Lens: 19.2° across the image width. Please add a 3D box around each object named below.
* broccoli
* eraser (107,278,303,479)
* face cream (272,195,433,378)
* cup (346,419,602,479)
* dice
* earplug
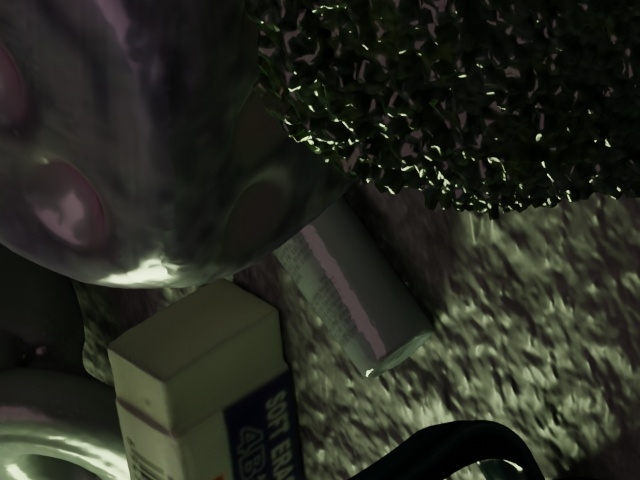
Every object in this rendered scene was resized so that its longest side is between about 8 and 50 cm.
[{"bbox_3d":[0.118,-0.149,0.887,0.249,0.302,0.375,19,162,21],"label":"broccoli"},{"bbox_3d":[-0.085,0.180,1.513,0.081,0.124,0.279,28,137,41],"label":"eraser"},{"bbox_3d":[0.000,0.000,1.313,0.198,0.057,0.084,56,149,12],"label":"face cream"},{"bbox_3d":[0.108,0.299,1.169,0.242,0.292,0.308,26,136,44],"label":"cup"},{"bbox_3d":[-0.101,-0.155,1.092,0.271,0.270,0.270,31,138,23],"label":"dice"},{"bbox_3d":[-0.255,0.121,1.692,0.325,0.175,0.214,50,144,-1],"label":"earplug"}]
